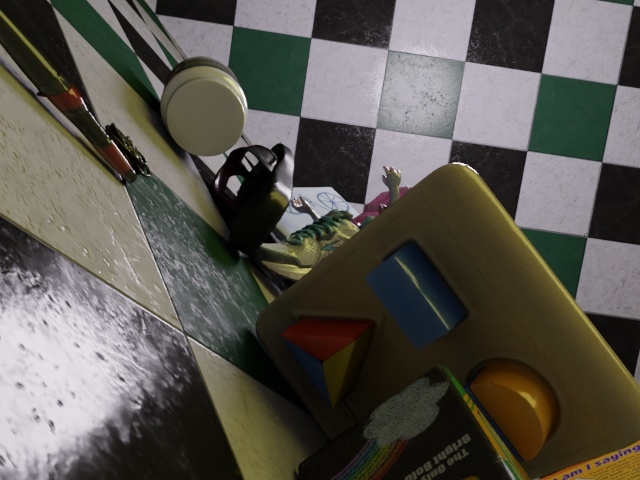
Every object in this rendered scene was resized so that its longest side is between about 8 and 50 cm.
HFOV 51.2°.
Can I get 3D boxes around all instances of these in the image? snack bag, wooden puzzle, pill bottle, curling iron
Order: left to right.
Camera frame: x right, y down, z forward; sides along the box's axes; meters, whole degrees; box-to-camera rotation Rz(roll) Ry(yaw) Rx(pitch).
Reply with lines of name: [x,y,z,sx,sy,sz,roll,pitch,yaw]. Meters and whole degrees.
curling iron: [-0.275,-0.158,0.701,0.274,0.035,0.068,51,0,-41]
pill bottle: [-0.225,-0.261,1.286,0.161,0.161,0.283,52,4,-22]
snack bag: [0.021,-0.016,1.506,0.323,0.037,0.342,-7,42,-49]
wooden puzzle: [0.107,0.141,0.721,0.322,0.348,0.080,54,35,5]

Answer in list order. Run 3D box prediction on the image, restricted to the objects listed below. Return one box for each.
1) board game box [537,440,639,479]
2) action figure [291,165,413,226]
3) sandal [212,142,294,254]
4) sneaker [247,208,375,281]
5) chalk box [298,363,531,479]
board game box: [0.473,0.514,0.891,0.356,0.356,0.356,1,65,-85]
action figure: [0.110,-0.004,1.398,0.248,0.370,0.276,-13,-83,48]
sandal: [-0.128,-0.108,1.207,0.107,0.168,0.446,34,8,-14]
sneaker: [0.000,0.000,1.182,0.283,0.122,0.110,-1,17,-37]
chalk box: [0.103,0.259,0.506,0.179,0.180,0.289,53,5,-11]
